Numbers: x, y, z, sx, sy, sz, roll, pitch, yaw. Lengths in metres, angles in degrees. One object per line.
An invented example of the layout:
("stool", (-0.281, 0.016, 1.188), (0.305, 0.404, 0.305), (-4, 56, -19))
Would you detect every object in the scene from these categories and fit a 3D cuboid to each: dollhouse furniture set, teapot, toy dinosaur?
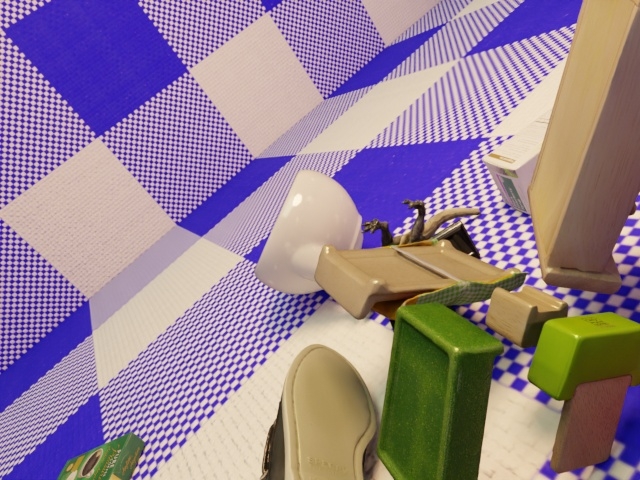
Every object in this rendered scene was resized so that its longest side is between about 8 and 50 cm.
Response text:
("dollhouse furniture set", (0.127, 0.108, 0.497), (0.197, 0.152, 0.301), (-2, 15, -20))
("teapot", (0.000, 0.000, 0.895), (0.252, 0.187, 0.256), (127, 165, -64))
("dollhouse furniture set", (0.420, -0.080, 0.400), (0.393, 0.257, 0.362), (8, 39, 12))
("toy dinosaur", (0.140, -0.004, 0.769), (0.268, 0.118, 0.064), (-41, 33, -6))

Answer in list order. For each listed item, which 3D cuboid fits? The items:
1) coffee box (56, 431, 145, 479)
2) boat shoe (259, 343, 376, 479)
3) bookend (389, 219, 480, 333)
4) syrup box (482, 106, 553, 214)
("coffee box", (-0.406, 0.425, 0.837), (0.184, 0.040, 0.113), (-29, 25, 19))
("boat shoe", (-0.009, 0.249, 0.515), (0.113, 0.127, 0.340), (-57, 16, 20))
("bookend", (0.167, 0.068, 0.654), (0.156, 0.072, 0.157), (-32, 24, 10))
("syrup box", (0.385, -0.151, 0.729), (0.236, 0.093, 0.096), (-37, 23, 1))
